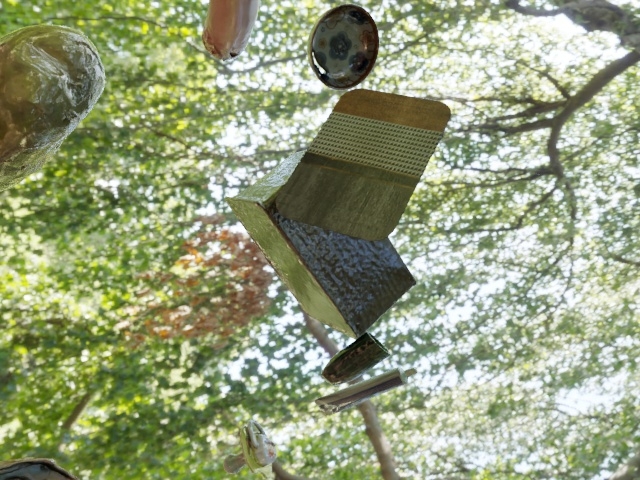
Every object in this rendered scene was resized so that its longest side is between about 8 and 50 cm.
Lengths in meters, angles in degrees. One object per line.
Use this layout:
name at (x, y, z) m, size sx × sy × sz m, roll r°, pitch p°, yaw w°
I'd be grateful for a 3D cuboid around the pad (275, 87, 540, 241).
pad at (0.123, -0.106, 0.676) m, size 0.323 × 0.250 × 0.055 m, roll 5°, pitch -36°, yaw 38°

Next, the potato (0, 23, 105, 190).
potato at (-0.402, -0.163, 0.722) m, size 0.296 × 0.141 × 0.191 m, roll -34°, pitch -150°, yaw 36°

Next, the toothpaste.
toothpaste at (0.085, 0.269, 0.997) m, size 0.057 × 0.197 × 0.034 m, roll 53°, pitch 19°, yaw -35°

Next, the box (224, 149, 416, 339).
box at (-0.002, 0.002, 0.882) m, size 0.273 × 0.143 × 0.184 m, roll 56°, pitch -19°, yaw -19°

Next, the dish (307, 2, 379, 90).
dish at (0.024, -0.339, 0.961) m, size 0.078 × 0.141 × 0.141 m, roll 37°, pitch -50°, yaw 49°

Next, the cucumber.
cucumber at (0.045, 0.173, 0.792) m, size 0.105 × 0.048 × 0.048 m, roll -36°, pitch -116°, yaw 7°

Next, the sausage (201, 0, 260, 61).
sausage at (-0.134, -0.411, 0.866) m, size 0.419 × 0.094 × 0.094 m, roll 133°, pitch -42°, yaw -70°

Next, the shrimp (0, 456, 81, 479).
shrimp at (-0.158, 0.254, 0.376) m, size 0.066 × 0.117 × 0.262 m, roll 5°, pitch -43°, yaw 50°

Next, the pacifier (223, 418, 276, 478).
pacifier at (-0.091, 0.259, 0.675) m, size 0.068 × 0.064 × 0.083 m, roll 67°, pitch 5°, yaw 35°
